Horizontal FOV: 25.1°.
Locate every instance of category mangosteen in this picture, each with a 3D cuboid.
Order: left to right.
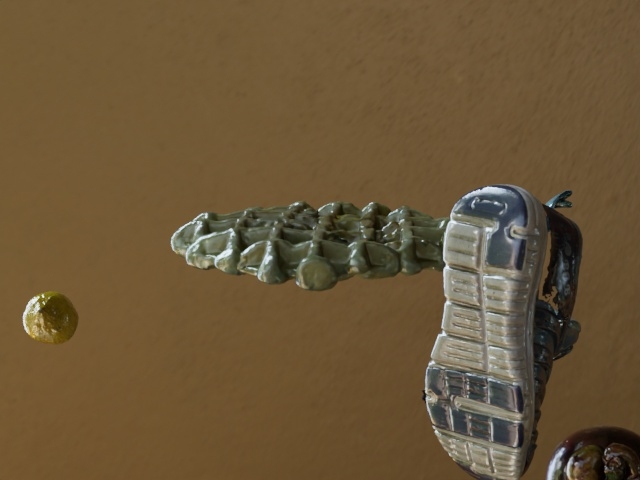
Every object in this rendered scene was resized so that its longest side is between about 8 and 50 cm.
[{"bbox_3d":[0.298,0.249,1.487,0.140,0.140,0.140,8,-65,18],"label":"mangosteen"}]

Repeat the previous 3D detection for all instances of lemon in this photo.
[{"bbox_3d":[-0.324,0.093,1.729,0.065,0.092,0.065,-2,-103,9],"label":"lemon"}]

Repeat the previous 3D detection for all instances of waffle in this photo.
[{"bbox_3d":[0.000,0.000,1.598,0.309,0.291,0.056,17,-70,53],"label":"waffle"}]

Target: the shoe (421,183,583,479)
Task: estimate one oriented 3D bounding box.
[{"bbox_3d":[0.136,0.065,0.979,0.091,0.106,0.207,10,-87,48],"label":"shoe"}]
